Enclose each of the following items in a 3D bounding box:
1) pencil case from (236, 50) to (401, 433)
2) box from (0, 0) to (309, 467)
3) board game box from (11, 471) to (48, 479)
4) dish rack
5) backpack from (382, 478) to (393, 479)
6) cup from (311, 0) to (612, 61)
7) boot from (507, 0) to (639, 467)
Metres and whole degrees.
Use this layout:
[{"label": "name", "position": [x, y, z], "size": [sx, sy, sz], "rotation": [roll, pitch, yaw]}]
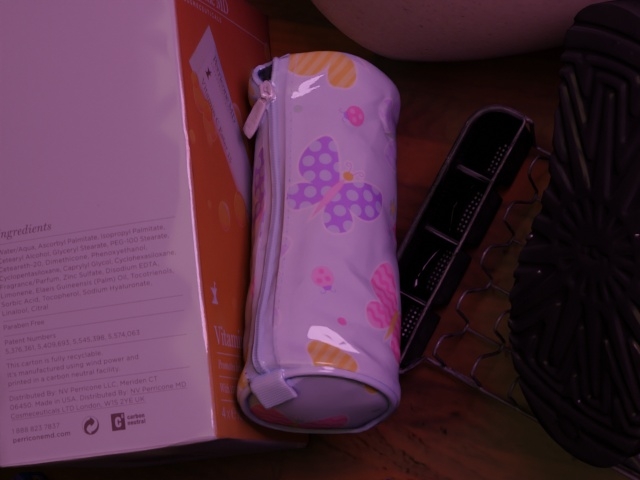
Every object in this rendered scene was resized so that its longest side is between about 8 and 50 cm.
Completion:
[{"label": "pencil case", "position": [0.000, 0.000, 1.375], "size": [0.113, 0.124, 0.273], "rotation": [-12, 61, 23]}, {"label": "box", "position": [-0.132, -0.011, 1.433], "size": [0.168, 0.215, 0.345], "rotation": [-9, 81, 16]}, {"label": "board game box", "position": [-0.218, 0.310, 1.509], "size": [0.160, 0.047, 0.210], "rotation": [-44, 74, 8]}, {"label": "dish rack", "position": [0.190, 0.049, 1.396], "size": [0.271, 0.074, 0.208], "rotation": [28, 93, 19]}, {"label": "backpack", "position": [0.036, 0.237, 1.414], "size": [0.120, 0.098, 0.101], "rotation": [-29, 54, 21]}, {"label": "cup", "position": [0.105, -0.258, 1.362], "size": [0.237, 0.331, 0.331], "rotation": [-36, 72, 40]}, {"label": "boot", "position": [0.274, -0.026, 1.285], "size": [0.131, 0.260, 0.348], "rotation": [39, 133, 40]}]
